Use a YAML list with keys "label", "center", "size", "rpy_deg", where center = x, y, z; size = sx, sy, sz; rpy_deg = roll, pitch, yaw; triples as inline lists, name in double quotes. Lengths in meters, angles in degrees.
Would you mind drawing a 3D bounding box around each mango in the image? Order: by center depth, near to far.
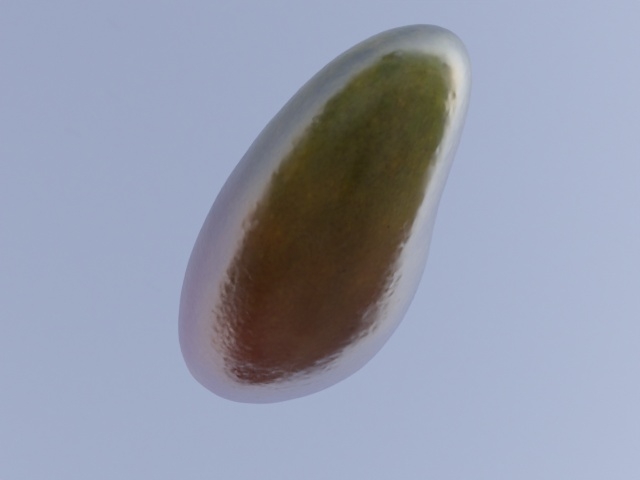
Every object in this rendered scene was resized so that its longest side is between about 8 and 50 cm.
- label: "mango"
  center: [-0.005, 0.001, 0.621]
  size: [0.146, 0.129, 0.289]
  rpy_deg: [-6, -40, -24]
